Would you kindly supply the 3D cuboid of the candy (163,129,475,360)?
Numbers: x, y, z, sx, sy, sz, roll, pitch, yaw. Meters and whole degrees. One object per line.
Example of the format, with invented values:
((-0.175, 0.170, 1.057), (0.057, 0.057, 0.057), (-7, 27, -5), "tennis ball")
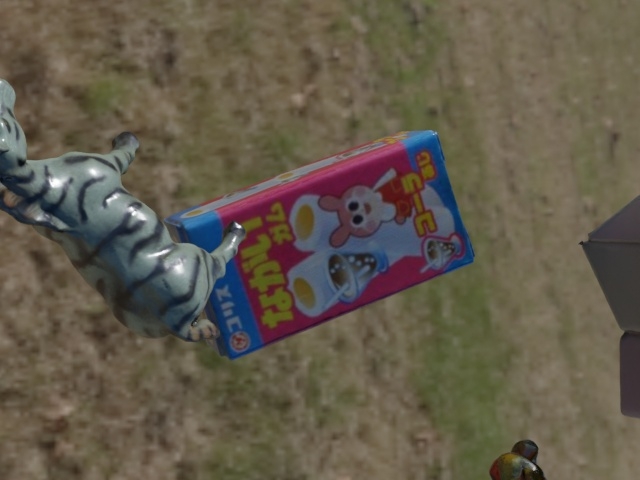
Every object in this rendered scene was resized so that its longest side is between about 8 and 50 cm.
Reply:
((0.000, 0.000, 1.520), (0.100, 0.306, 0.157), (16, -54, 71), "candy")

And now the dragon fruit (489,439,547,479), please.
((0.198, 0.281, 1.297), (0.133, 0.150, 0.207), (23, 47, -34), "dragon fruit")

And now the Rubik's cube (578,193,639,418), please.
((0.477, 0.044, 1.393), (0.387, 0.368, 0.358), (-6, 94, -38), "Rubik's cube")

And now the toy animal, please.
((-0.164, -0.025, 1.040), (0.255, 0.090, 0.170), (38, 25, -24), "toy animal")
